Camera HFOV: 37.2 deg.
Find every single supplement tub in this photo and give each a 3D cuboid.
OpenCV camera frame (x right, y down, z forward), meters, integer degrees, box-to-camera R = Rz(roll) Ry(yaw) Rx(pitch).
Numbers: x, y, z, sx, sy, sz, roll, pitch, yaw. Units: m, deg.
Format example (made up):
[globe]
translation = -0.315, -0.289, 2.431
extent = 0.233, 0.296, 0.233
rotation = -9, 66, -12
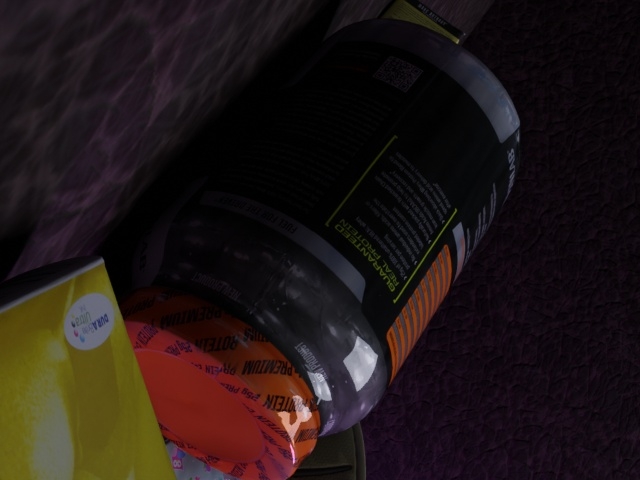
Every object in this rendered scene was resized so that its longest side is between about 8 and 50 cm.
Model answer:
[supplement tub]
translation = 0.000, 0.000, 0.724
extent = 0.338, 0.207, 0.207
rotation = -52, 177, -35

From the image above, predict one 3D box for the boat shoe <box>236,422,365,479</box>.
[boat shoe]
translation = -0.055, 0.134, 0.820
extent = 0.113, 0.302, 0.103
rotation = -1, 141, -32

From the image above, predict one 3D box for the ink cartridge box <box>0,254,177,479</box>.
[ink cartridge box]
translation = -0.114, 0.184, 0.342
extent = 0.072, 0.307, 0.303
rotation = -18, -173, 13

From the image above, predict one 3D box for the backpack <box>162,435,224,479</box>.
[backpack]
translation = -0.160, 0.209, 0.728
extent = 0.182, 0.115, 0.152
rotation = -23, 113, -56

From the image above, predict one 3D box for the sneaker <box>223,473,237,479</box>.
[sneaker]
translation = -0.118, 0.192, 0.930
extent = 0.083, 0.118, 0.222
rotation = -47, 160, 4

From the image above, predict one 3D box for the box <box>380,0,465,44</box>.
[box]
translation = 0.056, -0.158, 0.998
extent = 0.232, 0.087, 0.058
rotation = -53, 178, -30
